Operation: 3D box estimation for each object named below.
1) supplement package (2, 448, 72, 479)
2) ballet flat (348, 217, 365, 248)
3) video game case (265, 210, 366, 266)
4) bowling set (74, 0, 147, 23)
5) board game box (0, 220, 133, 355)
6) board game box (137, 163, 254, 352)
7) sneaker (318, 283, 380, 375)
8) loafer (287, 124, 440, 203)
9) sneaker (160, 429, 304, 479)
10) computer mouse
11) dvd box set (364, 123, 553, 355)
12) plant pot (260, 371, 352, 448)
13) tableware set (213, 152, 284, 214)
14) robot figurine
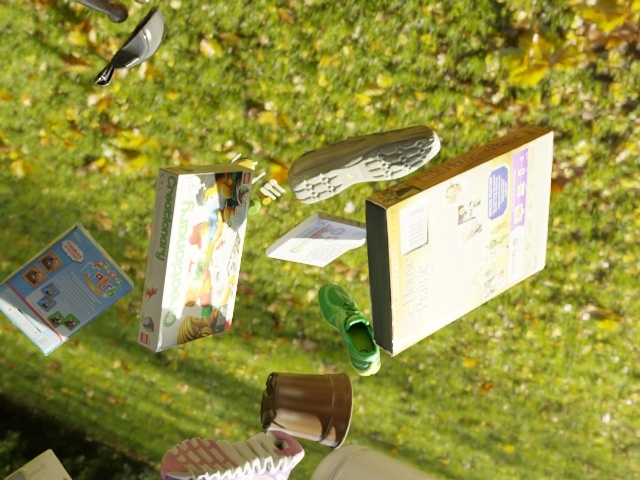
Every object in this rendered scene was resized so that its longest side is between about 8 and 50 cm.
[{"bbox_3d":[-0.413,0.463,1.217,0.244,0.133,0.139,55,179,0],"label":"supplement package"},{"bbox_3d":[-0.001,-0.016,2.030,0.248,0.086,0.086,-8,142,37],"label":"ballet flat"},{"bbox_3d":[0.000,0.000,1.513,0.143,0.019,0.157,12,145,-40],"label":"video game case"},{"bbox_3d":[-0.346,-0.542,1.473,0.154,0.200,0.287,26,158,-36],"label":"bowling set"},{"bbox_3d":[-0.482,0.090,1.515,0.160,0.211,0.039,52,-178,-20],"label":"board game box"},{"bbox_3d":[-0.212,0.024,1.390,0.053,0.306,0.193,18,-163,31],"label":"board game box"},{"bbox_3d":[0.090,0.226,2.242,0.109,0.296,0.124,-18,147,-22],"label":"sneaker"},{"bbox_3d":[0.083,-0.175,1.655,0.319,0.112,0.112,-15,138,10],"label":"loafer"},{"bbox_3d":[-0.138,0.366,1.259,0.236,0.105,0.095,4,-160,-35],"label":"sneaker"},{"bbox_3d":[-0.351,-0.406,1.630,0.060,0.184,0.262,39,146,-19],"label":"computer mouse"},{"bbox_3d":[0.263,-0.007,1.489,0.062,0.420,0.308,29,136,45],"label":"dvd box set"},{"bbox_3d":[-0.036,0.359,1.757,0.165,0.167,0.167,11,156,-16],"label":"plant pot"},{"bbox_3d":[-0.151,-0.110,1.592,0.104,0.024,0.154,-38,135,15],"label":"tableware set"},{"bbox_3d":[0.116,0.520,1.566,0.353,0.200,0.299,14,-175,39],"label":"robot figurine"}]
